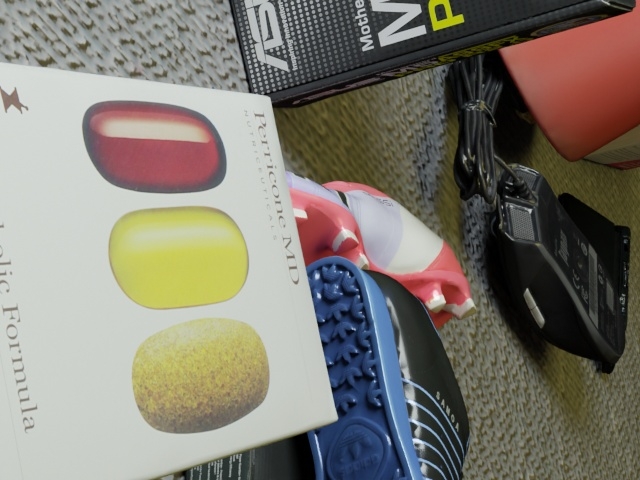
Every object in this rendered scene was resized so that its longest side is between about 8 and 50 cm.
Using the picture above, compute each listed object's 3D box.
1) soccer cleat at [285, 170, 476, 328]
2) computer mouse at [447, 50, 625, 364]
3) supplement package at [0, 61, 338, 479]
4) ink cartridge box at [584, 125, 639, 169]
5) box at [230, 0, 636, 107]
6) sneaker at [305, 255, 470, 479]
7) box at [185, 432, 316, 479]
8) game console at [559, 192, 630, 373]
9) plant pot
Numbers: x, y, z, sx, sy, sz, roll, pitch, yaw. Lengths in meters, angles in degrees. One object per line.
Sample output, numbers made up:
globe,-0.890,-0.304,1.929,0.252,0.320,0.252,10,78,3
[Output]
soccer cleat,0.000,0.000,0.838,0.248,0.083,0.095,22,29,-54
computer mouse,0.156,-0.026,1.173,0.262,0.060,0.184,48,32,-37
supplement package,-0.115,0.023,0.510,0.244,0.133,0.139,-5,82,-64
ink cartridge box,0.371,-0.145,1.441,0.172,0.237,0.100,4,74,-63
box,0.038,-0.229,0.845,0.060,0.216,0.270,-9,87,-65
sneaker,0.039,0.122,0.734,0.090,0.081,0.232,24,54,-49
box,-0.004,0.174,0.763,0.184,0.045,0.191,45,39,-49
game console,0.236,0.038,1.343,0.107,0.071,0.122,93,8,-48
plant pot,0.257,-0.233,1.202,0.275,0.243,0.275,53,23,-35
